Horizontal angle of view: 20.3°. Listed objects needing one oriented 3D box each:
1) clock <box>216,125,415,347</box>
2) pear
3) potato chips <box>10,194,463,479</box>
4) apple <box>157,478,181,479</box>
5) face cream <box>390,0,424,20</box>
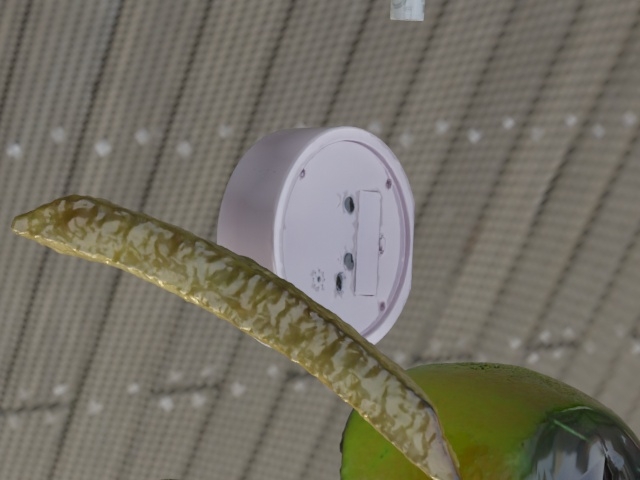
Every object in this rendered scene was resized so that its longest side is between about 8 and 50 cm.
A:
[{"bbox_3d":[0.000,0.000,1.539,0.197,0.068,0.196,-3,94,-50],"label":"clock"},{"bbox_3d":[0.210,0.271,1.676,0.399,0.398,0.165,7,151,-41],"label":"pear"},{"bbox_3d":[-0.047,0.061,1.362,0.080,0.407,0.057,-58,167,-8],"label":"potato chips"},{"bbox_3d":[-0.139,0.264,1.642,0.074,0.089,0.089,-19,154,37],"label":"apple"},{"bbox_3d":[0.087,-0.279,1.737,0.034,0.034,0.130,-1,98,-35],"label":"face cream"}]
